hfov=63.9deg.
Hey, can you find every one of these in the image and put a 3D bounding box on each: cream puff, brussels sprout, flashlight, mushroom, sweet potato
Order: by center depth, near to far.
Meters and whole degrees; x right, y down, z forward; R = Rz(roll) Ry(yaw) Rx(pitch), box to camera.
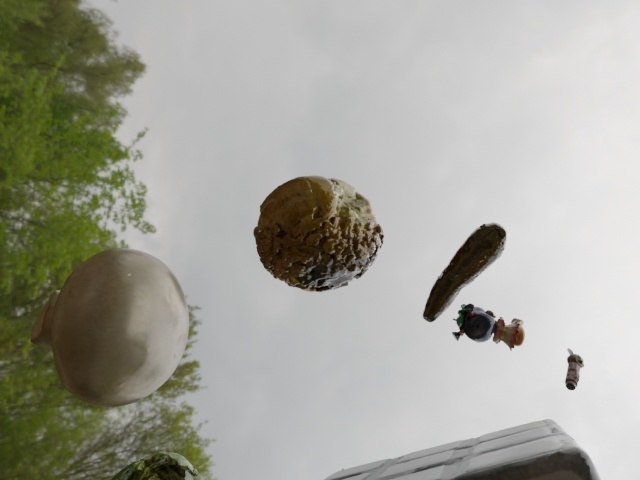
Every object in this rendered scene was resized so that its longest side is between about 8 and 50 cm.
[{"bbox_3d":[-0.171,0.261,0.530,0.058,0.085,0.085,-34,-120,60],"label":"brussels sprout"},{"bbox_3d":[-0.282,0.112,0.675,0.204,0.204,0.205,-6,-98,47],"label":"mushroom"},{"bbox_3d":[0.288,0.065,1.053,0.273,0.075,0.075,-58,-132,34],"label":"sweet potato"},{"bbox_3d":[0.538,0.274,1.085,0.052,0.110,0.031,46,-49,0],"label":"flashlight"},{"bbox_3d":[0.000,0.000,1.299,0.343,0.326,0.231,78,-3,-60],"label":"cream puff"}]

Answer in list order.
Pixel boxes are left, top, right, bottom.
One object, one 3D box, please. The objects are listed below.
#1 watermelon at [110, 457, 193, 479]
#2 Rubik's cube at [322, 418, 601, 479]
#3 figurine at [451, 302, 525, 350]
[{"bbox_3d":[-0.317,0.513,0.948,0.188,0.187,0.215,20,-60,47],"label":"watermelon"},{"bbox_3d":[0.138,0.360,0.469,0.303,0.301,0.305,-23,-109,13],"label":"Rubik's cube"},{"bbox_3d":[0.460,0.231,1.394,0.194,0.102,0.112,12,-79,8],"label":"figurine"}]
